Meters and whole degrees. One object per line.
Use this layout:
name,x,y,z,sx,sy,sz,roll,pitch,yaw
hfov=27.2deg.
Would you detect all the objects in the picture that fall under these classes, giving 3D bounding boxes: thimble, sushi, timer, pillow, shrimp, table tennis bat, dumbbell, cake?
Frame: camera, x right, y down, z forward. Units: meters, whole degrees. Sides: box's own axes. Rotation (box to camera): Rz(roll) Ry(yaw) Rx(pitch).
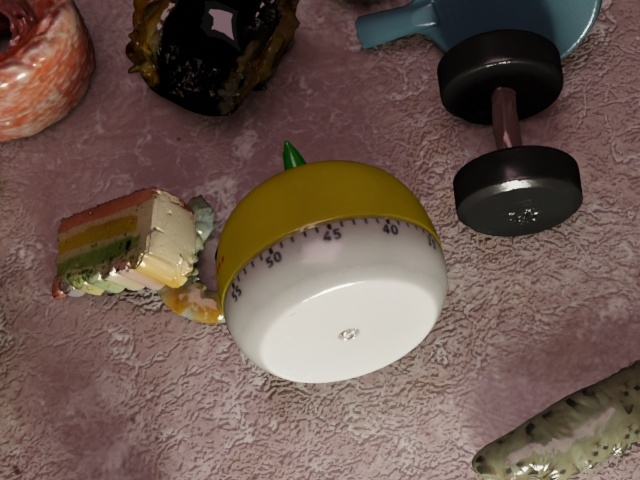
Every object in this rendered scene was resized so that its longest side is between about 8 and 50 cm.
thimble,-0.425,-0.261,1.762,0.239,0.162,0.239,-3,67,8
sushi,-0.149,-0.279,1.722,0.204,0.213,0.200,33,52,6
timer,0.000,0.000,1.535,0.285,0.285,0.285,-3,66,7
pillow,0.292,0.222,1.497,0.241,0.051,0.093,-28,65,-7
shrimp,-0.128,0.026,1.653,0.166,0.049,0.161,15,72,13
table tennis bat,0.199,-0.305,1.690,0.329,0.215,0.044,-12,20,27
dumbbell,0.229,-0.130,1.608,0.153,0.152,0.218,-8,66,5
cake,-0.245,0.011,1.649,0.225,0.090,0.109,-15,64,44
